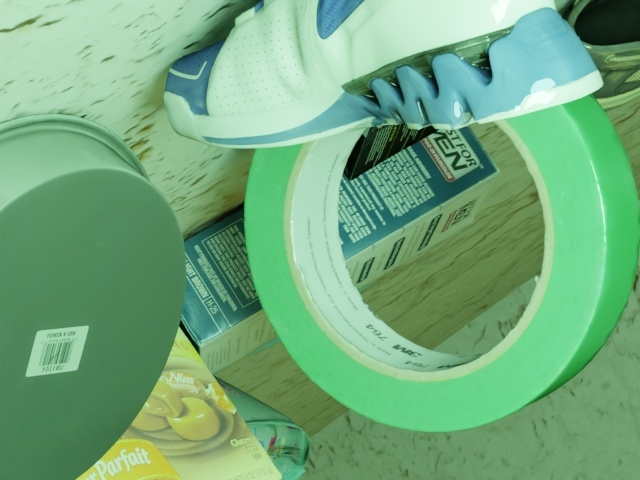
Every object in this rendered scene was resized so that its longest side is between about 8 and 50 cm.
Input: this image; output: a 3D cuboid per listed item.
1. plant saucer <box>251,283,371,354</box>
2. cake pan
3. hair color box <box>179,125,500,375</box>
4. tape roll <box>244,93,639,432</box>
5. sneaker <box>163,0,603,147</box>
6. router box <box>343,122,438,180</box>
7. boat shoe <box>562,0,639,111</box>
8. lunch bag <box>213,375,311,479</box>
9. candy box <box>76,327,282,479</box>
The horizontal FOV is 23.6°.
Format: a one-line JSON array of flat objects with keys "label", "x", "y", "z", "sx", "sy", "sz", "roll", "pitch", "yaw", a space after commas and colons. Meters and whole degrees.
[{"label": "plant saucer", "x": -0.011, "y": 0.050, "z": 1.885, "sx": 0.317, "sy": 0.043, "sz": 0.317, "roll": -31, "pitch": 167, "yaw": -8}, {"label": "cake pan", "x": -0.197, "y": 0.060, "z": 1.041, "sx": 0.293, "sy": 0.054, "sz": 0.293, "roll": -34, "pitch": 137, "yaw": -39}, {"label": "hair color box", "x": 0.000, "y": 0.000, "z": 1.559, "sx": 0.347, "sy": 0.105, "sz": 0.174, "roll": -29, "pitch": 168, "yaw": -13}, {"label": "tape roll", "x": 0.090, "y": -0.010, "z": 1.225, "sx": 0.321, "sy": 0.321, "sz": 0.077, "roll": -39, "pitch": 167, "yaw": 29}, {"label": "sneaker", "x": 0.029, "y": -0.161, "z": 0.961, "sx": 0.127, "sy": 0.182, "sz": 0.315, "roll": -19, "pitch": -169, "yaw": -42}, {"label": "router box", "x": 0.080, "y": -0.130, "z": 1.389, "sx": 0.133, "sy": 0.046, "sz": 0.179, "roll": -30, "pitch": 168, "yaw": -14}, {"label": "boat shoe", "x": 0.381, "y": -0.242, "z": 1.509, "sx": 0.355, "sy": 0.132, "sz": 0.130, "roll": -32, "pitch": 168, "yaw": -8}, {"label": "lunch bag", "x": -0.154, "y": 0.213, "z": 1.680, "sx": 0.262, "sy": 0.223, "sz": 0.160, "roll": 0, "pitch": 110, "yaw": -65}, {"label": "candy box", "x": -0.200, "y": 0.177, "z": 1.239, "sx": 0.316, "sy": 0.183, "sz": 0.087, "roll": -10, "pitch": 146, "yaw": -50}]
